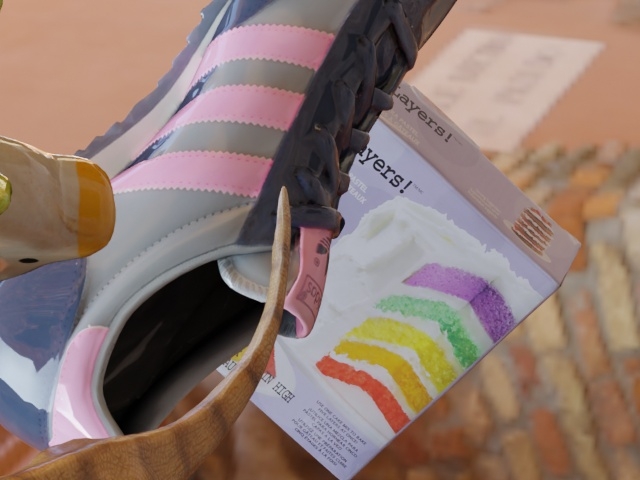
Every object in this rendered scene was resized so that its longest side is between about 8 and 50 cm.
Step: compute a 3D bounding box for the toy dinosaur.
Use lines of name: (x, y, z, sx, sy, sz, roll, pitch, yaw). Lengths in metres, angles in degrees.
toy dinosaur: (-0.058, 0.071, 0.488, 0.211, 0.064, 0.112, -22, -54, -49)

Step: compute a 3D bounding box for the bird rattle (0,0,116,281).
bird rattle: (-0.186, 0.000, 0.645, 0.207, 0.253, 0.143, 13, -119, -53)

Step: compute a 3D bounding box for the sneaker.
sneaker: (-0.017, -0.026, 0.852, 0.319, 0.131, 0.112, -48, -34, -4)

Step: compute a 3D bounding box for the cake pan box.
cake pan box: (0.000, 0.000, 1.323, 0.246, 0.267, 0.070, -45, 4, 32)
